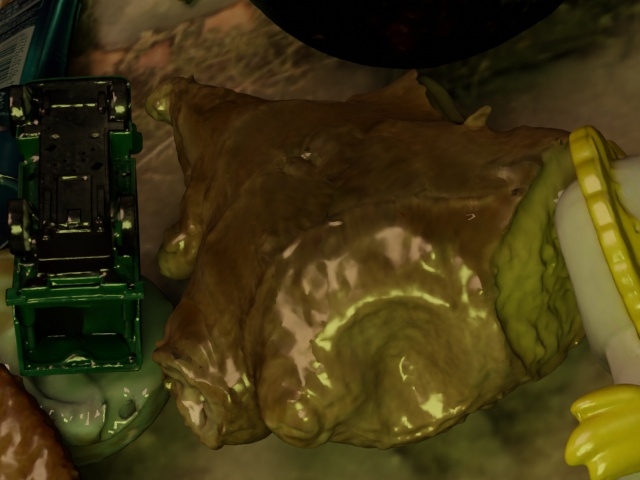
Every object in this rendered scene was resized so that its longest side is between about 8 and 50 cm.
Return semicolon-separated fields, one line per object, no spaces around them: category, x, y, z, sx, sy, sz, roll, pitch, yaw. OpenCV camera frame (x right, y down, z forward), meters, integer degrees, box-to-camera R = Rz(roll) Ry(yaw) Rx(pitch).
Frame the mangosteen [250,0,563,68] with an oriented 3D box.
mangosteen;0.034;-0.192;0.817;0.243;0.243;0.243;-19;52;25

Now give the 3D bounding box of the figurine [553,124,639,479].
figurine;0.134;0.035;0.644;0.109;0.130;0.178;-22;51;27

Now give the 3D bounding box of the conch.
conch;-0.143;0.062;0.853;0.173;0.106;0.116;10;62;26

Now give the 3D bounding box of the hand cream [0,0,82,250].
hand cream;-0.197;-0.086;0.999;0.120;0.061;0.270;-31;33;17

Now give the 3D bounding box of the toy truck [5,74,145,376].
toy truck;-0.118;-0.014;0.808;0.065;0.079;0.147;-3;45;-6

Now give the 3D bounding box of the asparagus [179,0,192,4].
asparagus;-0.050;-0.189;1.011;0.015;0.014;0.114;38;87;11

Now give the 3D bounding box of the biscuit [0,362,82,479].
biscuit;-0.243;0.162;0.728;0.305;0.038;0.305;2;67;-5

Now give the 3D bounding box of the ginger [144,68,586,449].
ginger;0.000;0.000;0.773;0.219;0.123;0.270;-44;36;-19
